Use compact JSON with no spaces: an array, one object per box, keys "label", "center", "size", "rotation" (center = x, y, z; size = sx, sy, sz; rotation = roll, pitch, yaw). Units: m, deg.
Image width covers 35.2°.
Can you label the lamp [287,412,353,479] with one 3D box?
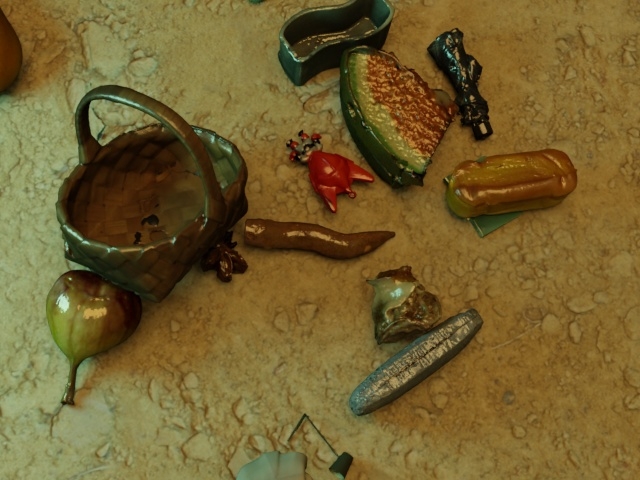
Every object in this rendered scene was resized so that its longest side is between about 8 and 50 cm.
[{"label":"lamp","center":[0.006,0.354,1.736],"size":[0.121,0.041,0.054],"rotation":[36,64,5]}]

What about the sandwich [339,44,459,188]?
[{"label":"sandwich","center":[0.140,-0.243,1.913],"size":[0.212,0.109,0.292],"rotation":[-41,84,-25]}]

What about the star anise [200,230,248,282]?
[{"label":"star anise","center":[-0.207,-0.003,1.824],"size":[0.097,0.070,0.190],"rotation":[-16,70,-38]}]

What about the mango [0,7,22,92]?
[{"label":"mango","center":[-0.663,-0.374,1.874],"size":[0.176,0.139,0.254],"rotation":[-25,67,-25]}]

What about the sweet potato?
[{"label":"sweet potato","center":[0.000,0.000,1.840],"size":[0.282,0.067,0.059],"rotation":[8,108,-7]}]

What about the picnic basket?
[{"label":"picnic basket","center":[-0.283,-0.114,1.664],"size":[0.293,0.337,0.337],"rotation":[23,70,22]}]

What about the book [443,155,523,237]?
[{"label":"book","center":[0.311,-0.085,1.914],"size":[0.103,0.017,0.135],"rotation":[-30,78,-13]}]

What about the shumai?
[{"label":"shumai","center":[0.132,0.107,1.764],"size":[0.145,0.145,0.116],"rotation":[-39,112,-15]}]

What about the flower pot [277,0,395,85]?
[{"label":"flower pot","center":[0.028,-0.395,1.951],"size":[0.229,0.108,0.103],"rotation":[-23,75,-13]}]

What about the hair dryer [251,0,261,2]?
[{"label":"hair dryer","center":[-0.172,-0.535,2.011],"size":[0.150,0.071,0.047],"rotation":[31,69,23]}]

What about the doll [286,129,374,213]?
[{"label":"doll","center":[0.008,-0.139,1.887],"size":[0.109,0.057,0.169],"rotation":[-39,79,-18]}]

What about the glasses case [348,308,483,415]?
[{"label":"glasses case","center":[0.168,0.212,1.755],"size":[0.282,0.109,0.067],"rotation":[-36,80,-14]}]

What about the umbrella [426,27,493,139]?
[{"label":"umbrella","center":[0.287,-0.302,1.965],"size":[0.071,0.080,0.224],"rotation":[-7,72,-44]}]

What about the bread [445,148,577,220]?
[{"label":"bread","center":[0.355,-0.108,1.869],"size":[0.246,0.094,0.102],"rotation":[-7,70,-8]}]

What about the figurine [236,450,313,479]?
[{"label":"figurine","center":[-0.064,0.428,1.596],"size":[0.133,0.236,0.176],"rotation":[-18,73,-11]}]

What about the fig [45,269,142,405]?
[{"label":"fig","center":[-0.404,0.158,1.708],"size":[0.160,0.143,0.230],"rotation":[23,71,3]}]
